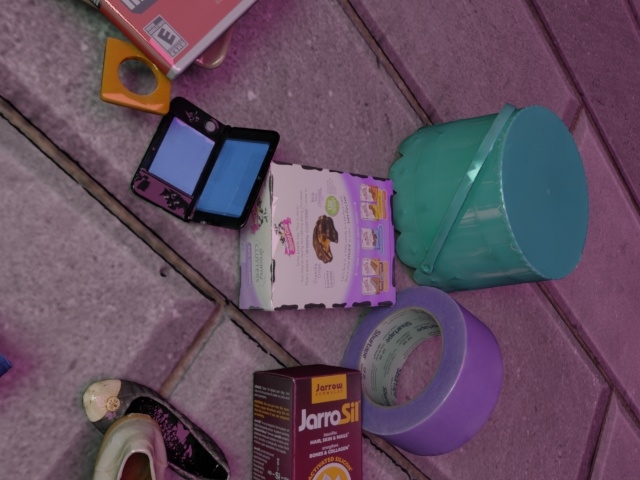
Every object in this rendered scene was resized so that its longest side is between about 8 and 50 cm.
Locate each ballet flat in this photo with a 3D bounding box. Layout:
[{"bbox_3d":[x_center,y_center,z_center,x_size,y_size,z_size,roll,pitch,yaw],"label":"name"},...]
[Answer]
[{"bbox_3d":[-0.153,0.186,0.539,0.173,0.049,0.058,44,60,-28],"label":"ballet flat"}]

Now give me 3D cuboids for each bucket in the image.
[{"bbox_3d":[0.251,-0.059,0.809,0.281,0.183,0.281,6,80,-40],"label":"bucket"}]

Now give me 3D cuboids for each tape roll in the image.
[{"bbox_3d":[0.119,0.157,0.676,0.080,0.189,0.189,36,64,-31],"label":"tape roll"}]

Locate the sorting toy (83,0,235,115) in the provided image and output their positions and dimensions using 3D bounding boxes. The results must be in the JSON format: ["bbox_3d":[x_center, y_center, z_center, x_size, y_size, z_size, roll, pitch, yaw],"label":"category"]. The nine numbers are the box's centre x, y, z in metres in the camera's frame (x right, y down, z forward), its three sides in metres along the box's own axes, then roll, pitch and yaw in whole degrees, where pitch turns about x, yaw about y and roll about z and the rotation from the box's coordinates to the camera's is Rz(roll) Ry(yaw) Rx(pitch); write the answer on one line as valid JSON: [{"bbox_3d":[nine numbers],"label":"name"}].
[{"bbox_3d":[-0.176,-0.289,0.570,0.195,0.047,0.348,22,69,-29],"label":"sorting toy"}]

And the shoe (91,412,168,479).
[{"bbox_3d":[-0.180,0.266,0.483,0.076,0.058,0.219,9,93,-31],"label":"shoe"}]

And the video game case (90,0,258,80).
[{"bbox_3d":[-0.183,-0.321,0.526,0.285,0.025,0.204,44,61,-17],"label":"video game case"}]

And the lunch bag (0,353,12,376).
[{"bbox_3d":[-0.298,0.086,0.417,0.098,0.067,0.065,54,56,-21],"label":"lunch bag"}]

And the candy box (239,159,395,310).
[{"bbox_3d":[0.000,0.000,0.670,0.196,0.070,0.165,4,83,-40],"label":"candy box"}]

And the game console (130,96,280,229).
[{"bbox_3d":[-0.119,-0.084,0.577,0.107,0.071,0.122,32,66,-30],"label":"game console"}]

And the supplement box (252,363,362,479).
[{"bbox_3d":[-0.014,0.242,0.627,0.104,0.080,0.188,5,82,-39],"label":"supplement box"}]
